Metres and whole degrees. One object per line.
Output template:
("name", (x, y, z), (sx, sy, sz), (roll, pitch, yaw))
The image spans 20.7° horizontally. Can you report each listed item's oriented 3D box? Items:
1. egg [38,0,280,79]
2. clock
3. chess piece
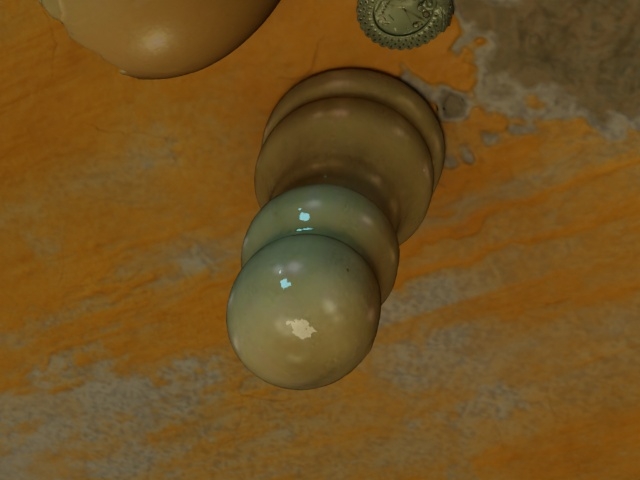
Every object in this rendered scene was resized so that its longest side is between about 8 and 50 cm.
("egg", (-0.107, -0.243, 1.338), (0.201, 0.201, 0.244), (39, 123, -16))
("clock", (0.068, -0.191, 1.454), (0.083, 0.010, 0.074), (-30, 115, 31))
("chess piece", (0.000, 0.000, 1.430), (0.167, 0.300, 0.167), (7, 126, 10))
